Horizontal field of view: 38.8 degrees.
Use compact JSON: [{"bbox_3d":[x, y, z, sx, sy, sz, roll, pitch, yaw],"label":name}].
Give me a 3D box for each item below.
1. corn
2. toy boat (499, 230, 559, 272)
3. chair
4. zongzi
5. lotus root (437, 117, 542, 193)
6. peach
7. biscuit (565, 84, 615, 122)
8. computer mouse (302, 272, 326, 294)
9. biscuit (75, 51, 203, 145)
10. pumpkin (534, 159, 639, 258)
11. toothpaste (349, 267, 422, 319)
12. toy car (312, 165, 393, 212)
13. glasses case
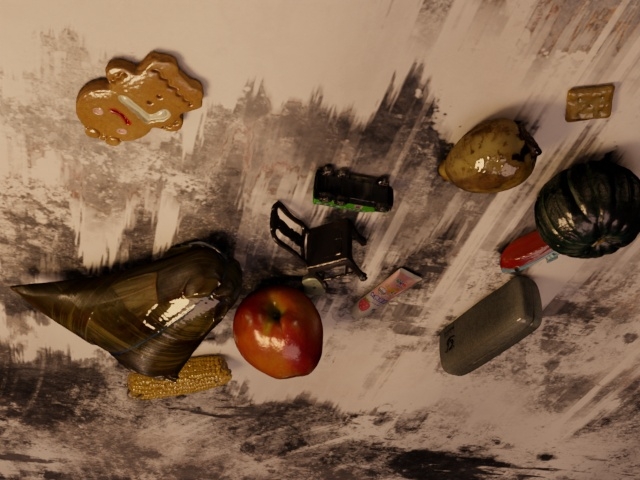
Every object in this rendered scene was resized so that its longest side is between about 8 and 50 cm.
[{"bbox_3d":[-0.378,0.362,2.416,0.293,0.106,0.106,-12,143,12],"label":"corn"},{"bbox_3d":[0.461,0.025,1.967,0.173,0.069,0.059,-29,128,27],"label":"toy boat"},{"bbox_3d":[0.000,0.000,1.894,0.113,0.106,0.229,-16,143,22],"label":"chair"},{"bbox_3d":[-0.422,0.103,1.986,0.432,0.207,0.403,28,132,-17],"label":"zongzi"},{"bbox_3d":[0.308,-0.147,1.681,0.138,0.138,0.214,26,148,-32],"label":"lotus root"},{"bbox_3d":[-0.091,0.217,2.104,0.199,0.243,0.243,-39,151,-20],"label":"peach"},{"bbox_3d":[0.482,-0.245,1.627,0.083,0.018,0.081,-5,144,6],"label":"biscuit"},{"bbox_3d":[-0.014,0.097,2.098,0.056,0.032,0.110,0,155,1],"label":"computer mouse"},{"bbox_3d":[-0.330,-0.243,1.605,0.249,0.035,0.184,-18,141,24],"label":"biscuit"},{"bbox_3d":[0.527,-0.059,1.771,0.221,0.161,0.220,-4,156,-2],"label":"pumpkin"},{"bbox_3d":[0.148,0.125,2.137,0.067,0.042,0.194,28,131,-30],"label":"toothpaste"},{"bbox_3d":[0.062,-0.093,1.797,0.165,0.071,0.062,9,159,-14],"label":"toy car"},{"bbox_3d":[0.402,0.211,2.178,0.074,0.131,0.323,20,140,-22],"label":"glasses case"}]
